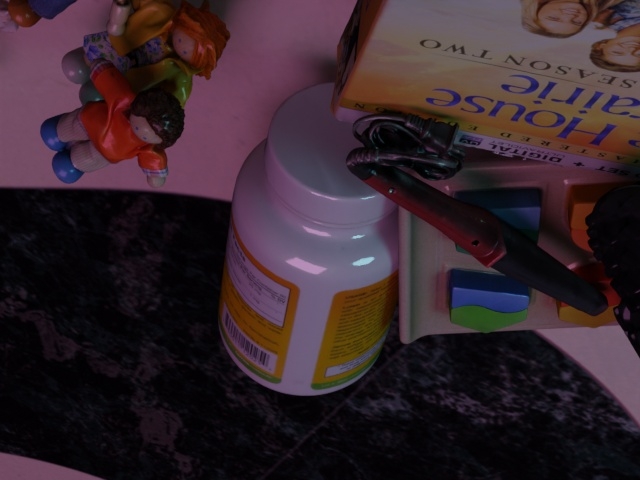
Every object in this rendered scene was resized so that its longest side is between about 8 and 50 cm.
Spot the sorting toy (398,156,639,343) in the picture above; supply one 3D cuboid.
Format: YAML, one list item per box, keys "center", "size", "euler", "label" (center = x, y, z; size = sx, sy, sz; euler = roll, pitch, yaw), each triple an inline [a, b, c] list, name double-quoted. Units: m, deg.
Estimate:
- center: [0.157, 0.011, 1.015]
  size: [0.208, 0.038, 0.193]
  euler: [-7, 142, -2]
  label: "sorting toy"

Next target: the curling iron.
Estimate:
- center: [0.110, -0.005, 0.926]
  size: [0.068, 0.035, 0.274]
  euler: [-6, 151, 38]
  label: "curling iron"

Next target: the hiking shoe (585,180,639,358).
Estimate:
- center: [0.251, 0.014, 0.924]
  size: [0.132, 0.113, 0.304]
  euler: [-31, 158, 3]
  label: "hiking shoe"

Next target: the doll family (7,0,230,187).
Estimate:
- center: [-0.147, -0.167, 0.989]
  size: [0.163, 0.118, 0.263]
  euler: [-12, 114, 49]
  label: "doll family"

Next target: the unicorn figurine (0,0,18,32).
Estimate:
- center: [-0.280, -0.155, 1.104]
  size: [0.162, 0.060, 0.111]
  euler: [17, 146, 10]
  label: "unicorn figurine"

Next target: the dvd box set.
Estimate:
- center: [0.185, -0.128, 0.702]
  size: [0.308, 0.062, 0.420]
  euler: [11, 163, -7]
  label: "dvd box set"

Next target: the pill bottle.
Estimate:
- center: [0.000, 0.000, 1.079]
  size: [0.136, 0.136, 0.245]
  euler: [20, 146, 5]
  label: "pill bottle"
